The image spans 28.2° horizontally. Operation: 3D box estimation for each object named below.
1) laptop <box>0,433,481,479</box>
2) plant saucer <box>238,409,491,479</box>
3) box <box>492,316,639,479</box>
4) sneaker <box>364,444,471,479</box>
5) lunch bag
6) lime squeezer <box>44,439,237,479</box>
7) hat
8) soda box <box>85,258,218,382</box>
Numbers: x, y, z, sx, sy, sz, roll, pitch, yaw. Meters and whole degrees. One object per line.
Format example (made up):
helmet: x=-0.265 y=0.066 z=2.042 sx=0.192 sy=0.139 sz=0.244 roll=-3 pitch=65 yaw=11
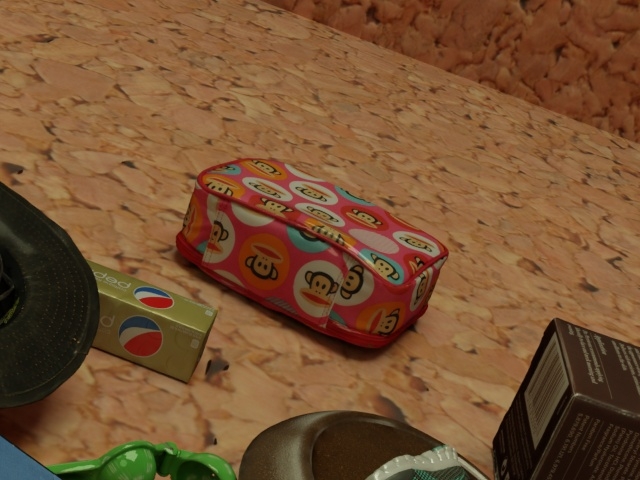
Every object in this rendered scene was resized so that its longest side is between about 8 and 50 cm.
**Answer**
laptop: x=-0.026 y=0.232 z=0.633 sx=0.407 sy=0.236 sz=0.382 roll=-4 pitch=44 yaw=-13
plant saucer: x=0.078 y=0.241 z=1.058 sx=0.310 sy=0.050 sz=0.311 roll=26 pitch=22 yaw=-12
box: x=0.294 y=0.208 z=1.237 sx=0.203 sy=0.167 sz=0.168 roll=20 pitch=21 yaw=-4
sneaker: x=0.079 y=0.208 z=0.987 sx=0.076 sy=0.065 sz=0.166 roll=48 pitch=29 yaw=24
lunch bag: x=0.000 y=0.000 z=1.516 sx=0.293 sy=0.120 sz=0.258 roll=27 pitch=22 yaw=16
lime squeezer: x=-0.134 y=0.211 z=1.021 sx=0.310 sy=0.059 sz=0.110 roll=19 pitch=52 yaw=-10
hat: x=-0.360 y=0.042 z=1.066 sx=0.331 sy=0.134 sz=0.331 roll=28 pitch=33 yaw=-20
soda box: x=-0.198 y=0.071 z=1.249 sx=0.181 sy=0.061 sz=0.058 roll=21 pitch=23 yaw=0
